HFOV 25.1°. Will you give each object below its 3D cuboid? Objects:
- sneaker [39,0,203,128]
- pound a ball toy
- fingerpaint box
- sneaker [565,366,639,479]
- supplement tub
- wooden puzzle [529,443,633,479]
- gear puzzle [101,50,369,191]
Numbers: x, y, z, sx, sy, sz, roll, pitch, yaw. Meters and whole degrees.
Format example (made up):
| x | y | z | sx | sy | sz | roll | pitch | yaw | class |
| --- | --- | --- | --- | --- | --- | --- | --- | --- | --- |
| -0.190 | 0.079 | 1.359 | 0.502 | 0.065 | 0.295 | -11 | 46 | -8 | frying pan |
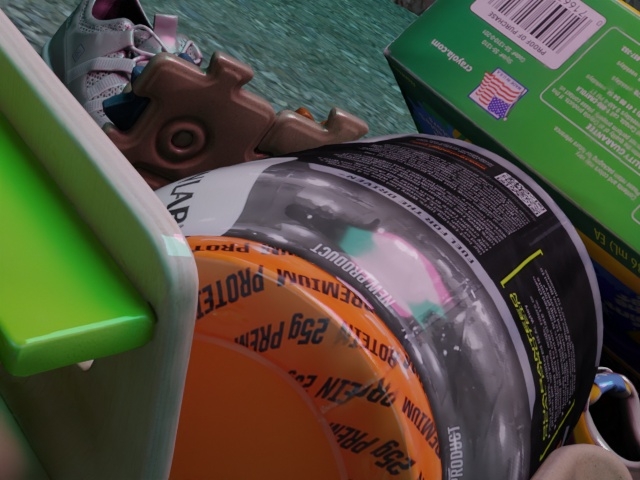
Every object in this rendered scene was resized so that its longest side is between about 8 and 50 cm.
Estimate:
| x | y | z | sx | sy | sz | roll | pitch | yaw | class |
| --- | --- | --- | --- | --- | --- | --- | --- | --- | --- |
| -0.128 | -0.104 | 1.015 | 0.105 | 0.115 | 0.281 | 12 | 24 | -40 | sneaker |
| -0.207 | -0.017 | 0.441 | 0.208 | 0.135 | 0.319 | -11 | 40 | -34 | pound a ball toy |
| 0.286 | 0.011 | 1.174 | 0.445 | 0.163 | 0.371 | 43 | -7 | 29 | fingerpaint box |
| 0.172 | 0.101 | 0.987 | 0.070 | 0.084 | 0.185 | -17 | 58 | -33 | sneaker |
| 0.006 | 0.062 | 0.640 | 0.207 | 0.207 | 0.338 | 36 | 16 | 11 | supplement tub |
| 0.063 | 0.194 | 0.444 | 0.044 | 0.220 | 0.239 | -6 | 3 | 24 | wooden puzzle |
| 0.000 | 0.000 | 0.862 | 0.339 | 0.175 | 0.044 | 23 | 28 | -32 | gear puzzle |
